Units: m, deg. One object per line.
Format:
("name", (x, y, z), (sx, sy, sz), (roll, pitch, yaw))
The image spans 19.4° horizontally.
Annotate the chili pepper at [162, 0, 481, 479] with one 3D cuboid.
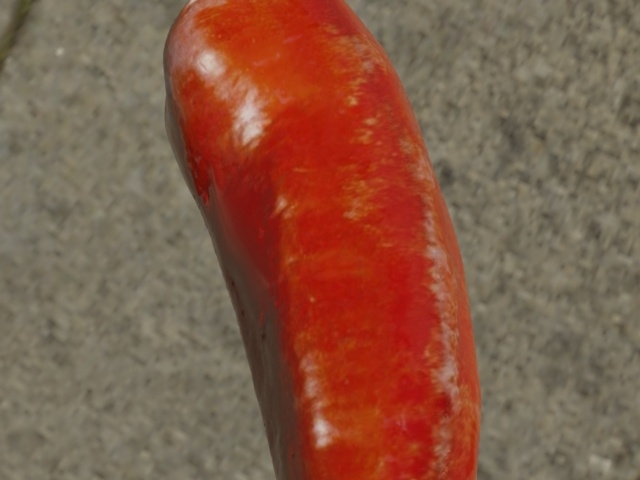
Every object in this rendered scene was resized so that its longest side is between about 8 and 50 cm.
("chili pepper", (0.000, 0.000, 0.502), (0.071, 0.272, 0.063), (-25, 146, 15))
